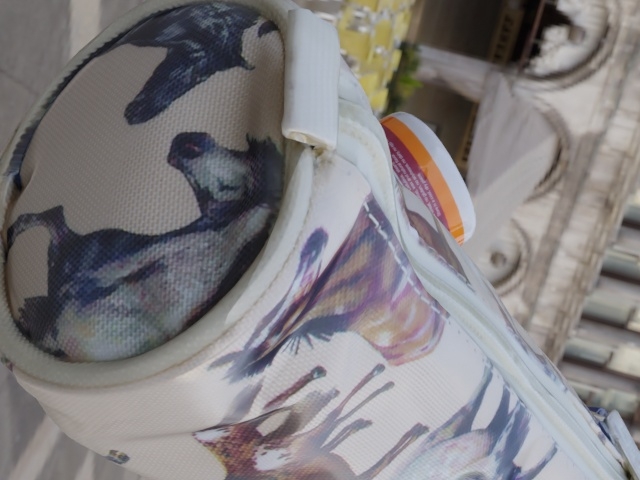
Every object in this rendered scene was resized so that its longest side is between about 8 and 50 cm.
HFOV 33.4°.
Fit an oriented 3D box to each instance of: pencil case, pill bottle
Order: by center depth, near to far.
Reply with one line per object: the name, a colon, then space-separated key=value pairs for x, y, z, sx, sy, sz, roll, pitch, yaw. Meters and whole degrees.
pencil case: x=0.030 y=0.069 z=0.480 sx=0.410 sy=0.184 sz=0.159 roll=46 pitch=30 yaw=-44
pill bottle: x=0.000 y=0.000 z=0.835 sx=0.221 sy=0.121 sz=0.121 roll=-30 pitch=166 yaw=-9
